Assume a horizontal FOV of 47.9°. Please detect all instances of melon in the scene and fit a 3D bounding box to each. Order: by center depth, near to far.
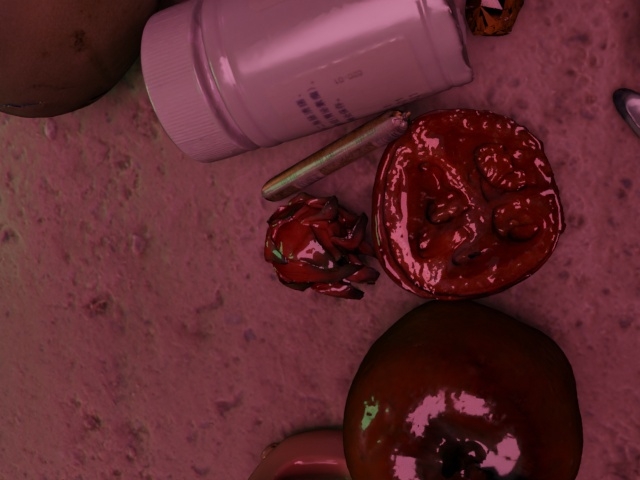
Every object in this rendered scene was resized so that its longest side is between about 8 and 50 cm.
[{"bbox_3d":[-0.326,-0.289,0.821,0.268,0.268,0.330,44,136,2],"label":"melon"}]

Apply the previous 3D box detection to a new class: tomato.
[{"bbox_3d":[0.161,-0.035,0.843,0.228,0.101,0.228,0,91,-2],"label":"tomato"}]

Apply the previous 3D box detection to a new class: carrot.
[{"bbox_3d":[0.192,-0.341,0.782,0.069,0.069,0.228,2,102,14],"label":"carrot"}]

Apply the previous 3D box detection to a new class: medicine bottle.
[{"bbox_3d":[-0.013,-0.215,0.798,0.332,0.190,0.190,-15,99,17],"label":"medicine bottle"}]

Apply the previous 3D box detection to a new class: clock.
[{"bbox_3d":[-0.006,0.341,0.903,0.227,0.241,0.142,-6,98,17],"label":"clock"}]

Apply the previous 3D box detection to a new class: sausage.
[{"bbox_3d":[0.009,-0.095,0.850,0.269,0.033,0.033,-24,96,46],"label":"sausage"}]

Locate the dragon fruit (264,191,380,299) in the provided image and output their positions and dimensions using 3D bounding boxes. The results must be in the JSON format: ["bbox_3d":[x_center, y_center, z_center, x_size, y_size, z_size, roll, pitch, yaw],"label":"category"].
[{"bbox_3d":[-0.003,0.006,0.887,0.142,0.130,0.121,15,88,54],"label":"dragon fruit"}]

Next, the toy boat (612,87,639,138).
[{"bbox_3d":[0.426,-0.130,0.774,0.208,0.079,0.134,38,102,15],"label":"toy boat"}]

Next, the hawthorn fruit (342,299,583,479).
[{"bbox_3d":[0.149,0.211,0.798,0.268,0.301,0.267,3,99,19],"label":"hawthorn fruit"}]
